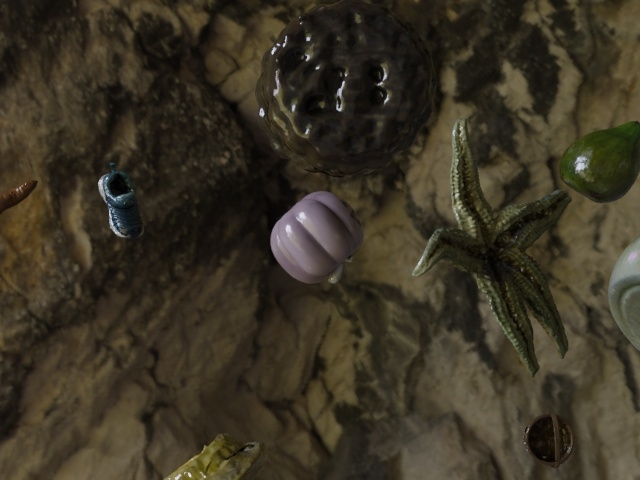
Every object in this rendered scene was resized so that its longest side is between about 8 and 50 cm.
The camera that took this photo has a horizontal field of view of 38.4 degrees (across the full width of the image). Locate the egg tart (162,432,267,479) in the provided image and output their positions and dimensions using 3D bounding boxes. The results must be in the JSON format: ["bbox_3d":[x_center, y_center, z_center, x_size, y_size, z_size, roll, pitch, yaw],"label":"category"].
[{"bbox_3d":[-0.211,0.410,1.538,0.279,0.095,0.279,-35,-2,-1],"label":"egg tart"}]

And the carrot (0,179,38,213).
[{"bbox_3d":[-0.546,-0.055,1.547,0.165,0.035,0.035,-37,-39,-3],"label":"carrot"}]

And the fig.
[{"bbox_3d":[0.479,-0.139,1.525,0.123,0.123,0.156,30,-82,-47],"label":"fig"}]

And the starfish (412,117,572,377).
[{"bbox_3d":[0.151,0.005,0.762,0.217,0.050,0.223,-24,-81,-33],"label":"starfish"}]

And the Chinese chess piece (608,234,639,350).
[{"bbox_3d":[0.422,0.080,0.975,0.092,0.238,0.237,-48,-35,-20],"label":"Chinese chess piece"}]

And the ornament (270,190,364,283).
[{"bbox_3d":[0.000,0.000,1.725,0.178,0.177,0.177,-18,-42,-16],"label":"ornament"}]

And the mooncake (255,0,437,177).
[{"bbox_3d":[0.032,-0.192,1.158,0.228,0.228,0.124,-24,0,-9],"label":"mooncake"}]

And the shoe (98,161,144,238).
[{"bbox_3d":[-0.356,-0.069,1.662,0.064,0.142,0.071,-12,-21,-30],"label":"shoe"}]

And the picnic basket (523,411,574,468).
[{"bbox_3d":[0.299,0.259,1.193,0.072,0.072,0.083,-30,-8,-1],"label":"picnic basket"}]
